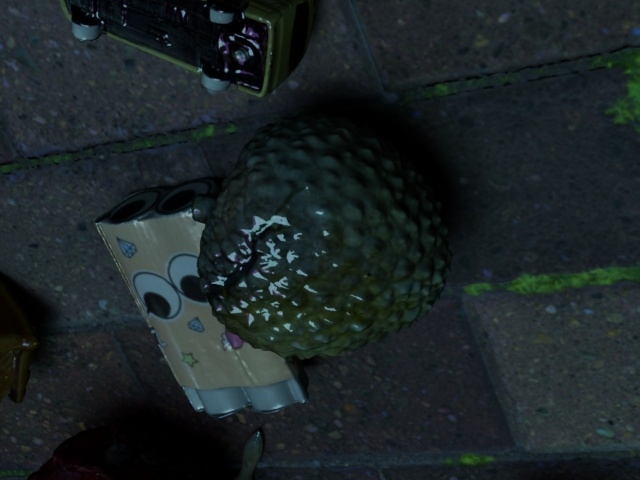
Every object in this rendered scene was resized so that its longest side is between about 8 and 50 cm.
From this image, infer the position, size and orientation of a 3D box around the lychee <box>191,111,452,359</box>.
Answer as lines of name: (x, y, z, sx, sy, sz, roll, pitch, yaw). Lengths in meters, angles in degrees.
lychee: (0.000, 0.000, 1.338, 0.274, 0.255, 0.255, 22, 130, 1)

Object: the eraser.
eraser: (-0.131, 0.074, 1.561, 0.171, 0.087, 0.290, -8, 120, 30)

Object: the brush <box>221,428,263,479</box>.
brush: (-0.102, 0.324, 1.778, 0.070, 0.021, 0.196, 21, 130, 6)

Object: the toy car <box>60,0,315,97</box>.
toy car: (-0.137, -0.239, 1.312, 0.257, 0.124, 0.101, 24, 131, 18)

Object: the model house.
model house: (-0.500, 0.130, 1.724, 0.229, 0.199, 0.219, -37, 145, 0)

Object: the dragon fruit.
dragon fruit: (-0.268, 0.405, 1.729, 0.329, 0.329, 0.329, 12, 128, 16)
